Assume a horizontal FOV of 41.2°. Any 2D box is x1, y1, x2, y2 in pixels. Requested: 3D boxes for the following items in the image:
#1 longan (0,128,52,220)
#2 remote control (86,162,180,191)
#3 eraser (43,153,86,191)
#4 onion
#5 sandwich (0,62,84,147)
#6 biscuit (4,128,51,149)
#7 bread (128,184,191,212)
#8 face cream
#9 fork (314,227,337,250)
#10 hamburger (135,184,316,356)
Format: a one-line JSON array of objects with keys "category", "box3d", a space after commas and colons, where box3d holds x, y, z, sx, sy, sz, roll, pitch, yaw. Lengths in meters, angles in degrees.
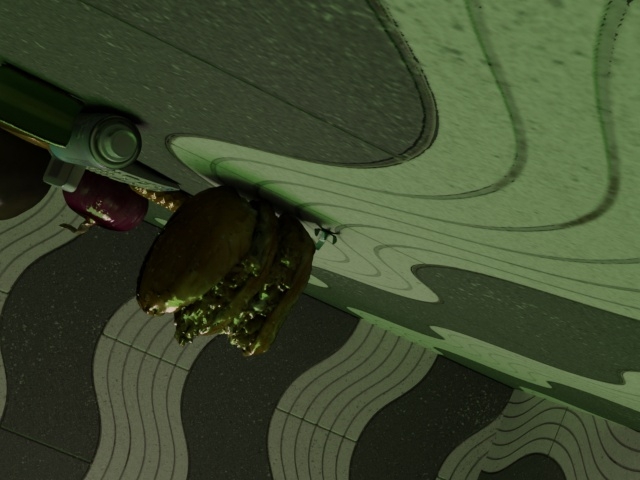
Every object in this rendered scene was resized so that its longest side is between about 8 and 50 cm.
[{"category": "longan", "box3d": [-0.724, -0.155, 1.915, 0.248, 0.248, 0.248, 24, 174, 3]}, {"category": "remote control", "box3d": [-0.356, -0.131, 1.535, 0.073, 0.044, 0.229, -4, 164, 43]}, {"category": "eraser", "box3d": [-0.405, -0.134, 1.383, 0.065, 0.105, 0.026, 18, 172, 39]}, {"category": "onion", "box3d": [-0.437, -0.086, 1.734, 0.177, 0.154, 0.177, 0, 167, 0]}, {"category": "sandwich", "box3d": [-0.374, -0.170, 1.115, 0.116, 0.074, 0.074, 24, 172, -14]}, {"category": "biscuit", "box3d": [-0.603, -0.221, 1.760, 0.142, 0.029, 0.220, 19, 171, 40]}, {"category": "bread", "box3d": [-0.309, -0.091, 1.675, 0.157, 0.044, 0.052, 29, 177, -38]}, {"category": "face cream", "box3d": [-0.299, -0.133, 1.136, 0.075, 0.075, 0.229, 28, 173, -33]}, {"category": "fork", "box3d": [0.001, -0.002, 1.382, 0.039, 0.021, 0.235, 28, 175, -2]}, {"category": "hamburger", "box3d": [-0.136, 0.049, 1.267, 0.211, 0.261, 0.245, 32, 152, -24]}]
